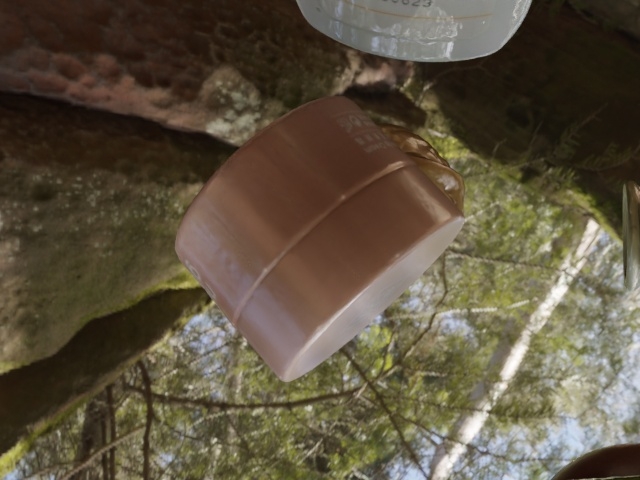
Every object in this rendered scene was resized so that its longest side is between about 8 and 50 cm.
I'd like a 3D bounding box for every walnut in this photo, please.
[{"bbox_3d":[0.121,-0.076,1.147,0.261,0.225,0.225,27,-156,-54],"label":"walnut"}]

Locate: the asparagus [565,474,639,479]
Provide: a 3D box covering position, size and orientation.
[{"bbox_3d":[0.204,0.264,0.597,0.381,0.129,0.108,-1,-164,-8],"label":"asparagus"}]

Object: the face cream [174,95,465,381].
[{"bbox_3d":[0.000,0.000,0.431,0.104,0.149,0.149,48,-133,13],"label":"face cream"}]

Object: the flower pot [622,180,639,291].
[{"bbox_3d":[0.696,-0.014,1.302,0.244,0.308,0.307,-2,-142,20],"label":"flower pot"}]

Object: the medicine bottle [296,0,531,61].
[{"bbox_3d":[0.053,-0.222,0.355,0.161,0.296,0.111,11,-109,9],"label":"medicine bottle"}]

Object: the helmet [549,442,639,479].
[{"bbox_3d":[0.382,0.357,0.806,0.337,0.230,0.385,-26,-155,-21],"label":"helmet"}]
